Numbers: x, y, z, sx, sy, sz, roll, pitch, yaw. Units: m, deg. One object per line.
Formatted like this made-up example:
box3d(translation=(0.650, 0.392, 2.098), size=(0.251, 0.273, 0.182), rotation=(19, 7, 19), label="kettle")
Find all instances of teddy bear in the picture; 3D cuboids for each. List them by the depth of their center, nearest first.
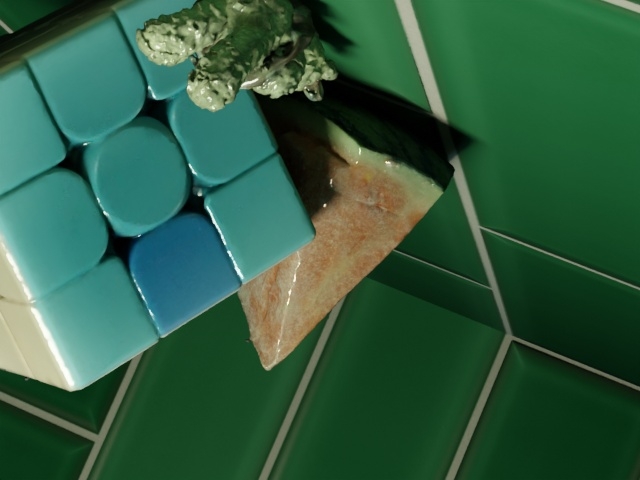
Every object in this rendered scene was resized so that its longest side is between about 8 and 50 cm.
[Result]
box3d(translation=(-0.053, -0.180, 1.364), size=(0.133, 0.111, 0.213), rotation=(43, -154, 24), label="teddy bear")

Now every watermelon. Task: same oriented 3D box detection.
box3d(translation=(0.035, -0.022, 1.659), size=(0.250, 0.292, 0.283), rotation=(-6, -170, -25), label="watermelon")

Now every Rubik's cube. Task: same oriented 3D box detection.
box3d(translation=(-0.232, -0.059, 1.506), size=(0.291, 0.290, 0.291), rotation=(2, 120, 59), label="Rubik's cube")
